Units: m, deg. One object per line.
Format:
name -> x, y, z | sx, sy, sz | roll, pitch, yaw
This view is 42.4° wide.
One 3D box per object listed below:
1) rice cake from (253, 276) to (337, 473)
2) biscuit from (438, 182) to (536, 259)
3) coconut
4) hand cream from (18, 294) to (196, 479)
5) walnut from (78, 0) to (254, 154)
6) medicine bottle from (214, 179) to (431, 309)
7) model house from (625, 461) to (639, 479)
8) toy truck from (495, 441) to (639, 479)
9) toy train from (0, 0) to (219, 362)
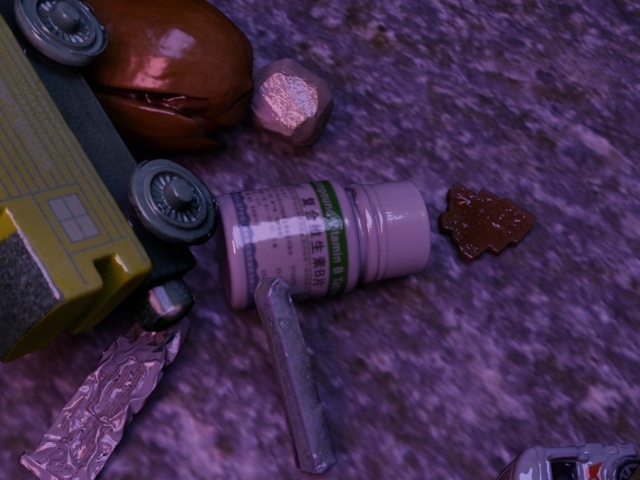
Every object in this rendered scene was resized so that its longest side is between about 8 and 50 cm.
rice cake -> -0.030, 0.142, 0.875 | 0.034, 0.043, 0.211 | -16, 91, -34
biscuit -> 0.218, -0.022, 1.076 | 0.129, 0.019, 0.120 | 1, 58, -7
coconut -> -0.048, -0.186, 1.088 | 0.124, 0.110, 0.110 | 29, 59, 6
hand cream -> -0.213, 0.155, 0.893 | 0.084, 0.050, 0.257 | 31, 62, 9
walnut -> -0.241, -0.230, 1.040 | 0.336, 0.209, 0.209 | 24, 58, 8
medicine bottle -> 0.000, 0.000, 0.965 | 0.236, 0.139, 0.139 | -7, 59, -13
model house -> 0.295, 0.285, 0.655 | 0.293, 0.154, 0.207 | -26, 67, -20
toy truck -> 0.237, 0.347, 0.779 | 0.162, 0.136, 0.306 | 6, 58, -4
toy train -> -0.303, -0.085, 0.837 | 0.272, 0.179, 0.442 | -24, 78, -53
